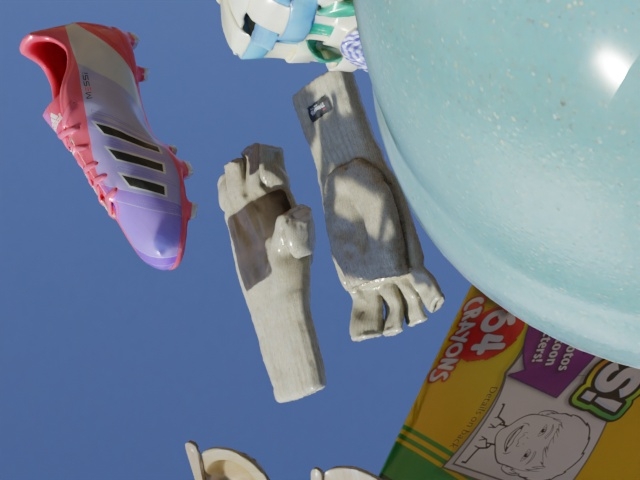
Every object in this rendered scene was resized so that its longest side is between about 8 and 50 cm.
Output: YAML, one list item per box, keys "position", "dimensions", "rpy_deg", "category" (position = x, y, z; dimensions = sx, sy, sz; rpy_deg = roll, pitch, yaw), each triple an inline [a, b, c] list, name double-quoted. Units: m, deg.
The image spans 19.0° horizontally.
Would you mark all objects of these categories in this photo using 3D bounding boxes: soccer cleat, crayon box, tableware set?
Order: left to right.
- position: [-0.167, -0.074, 1.501]
  dimensions: [0.095, 0.083, 0.248]
  rpy_deg: [-1, -128, -26]
  category: "soccer cleat"
- position: [-0.014, 0.182, 1.146]
  dimensions: [0.168, 0.141, 0.020]
  rpy_deg: [13, -142, 26]
  category: "tableware set"
- position: [0.228, 0.093, 1.264]
  dimensions: [0.313, 0.106, 0.363]
  rpy_deg: [-7, -139, 38]
  category: "crayon box"

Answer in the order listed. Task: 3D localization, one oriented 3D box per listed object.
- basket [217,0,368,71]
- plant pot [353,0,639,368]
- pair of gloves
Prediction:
- position: [0.088, -0.190, 0.989]
  dimensions: [0.289, 0.255, 0.201]
  rpy_deg: [-10, -112, -15]
  category: "basket"
- position: [0.132, -0.129, 0.605]
  dimensions: [0.293, 0.196, 0.293]
  rpy_deg: [-10, -123, 15]
  category: "plant pot"
- position: [0.000, 0.000, 1.459]
  dimensions: [0.042, 0.240, 0.204]
  rpy_deg: [-9, -108, -32]
  category: "pair of gloves"
